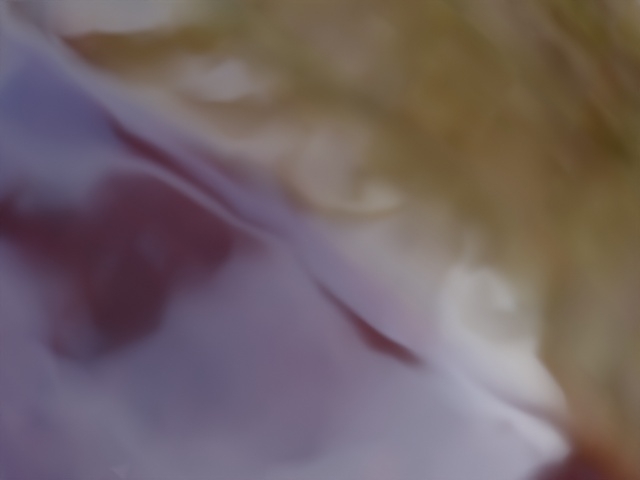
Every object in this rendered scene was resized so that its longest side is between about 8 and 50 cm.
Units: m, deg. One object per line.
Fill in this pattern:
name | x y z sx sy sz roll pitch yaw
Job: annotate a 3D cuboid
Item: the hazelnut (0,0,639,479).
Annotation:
hazelnut | 0.000 0.000 0.566 0.359 0.359 0.409 49 54 -11
